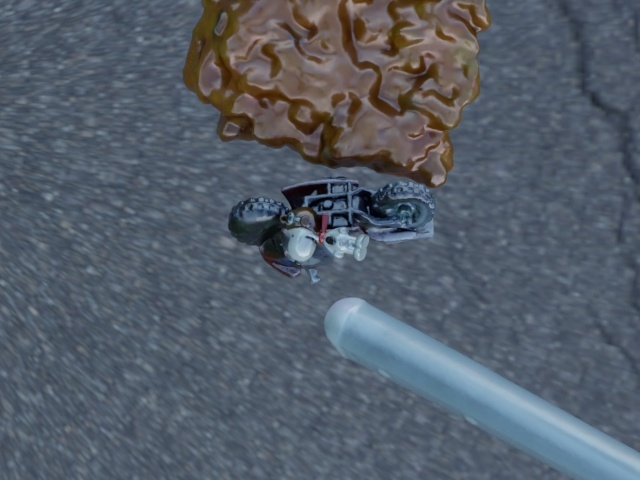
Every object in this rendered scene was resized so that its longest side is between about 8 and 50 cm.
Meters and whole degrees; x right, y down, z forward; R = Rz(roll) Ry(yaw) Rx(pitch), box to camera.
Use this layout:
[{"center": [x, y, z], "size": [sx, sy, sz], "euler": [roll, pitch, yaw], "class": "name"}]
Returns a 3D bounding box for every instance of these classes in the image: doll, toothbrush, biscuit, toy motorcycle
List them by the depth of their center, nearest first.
[{"center": [0.137, 0.097, 0.593], "size": [0.030, 0.342, 0.025], "euler": [-56, 148, -17], "class": "toothbrush"}, {"center": [0.003, -0.006, 1.514], "size": [0.085, 0.040, 0.058], "euler": [-5, 93, 17], "class": "doll"}, {"center": [0.016, -0.010, 1.597], "size": [0.213, 0.122, 0.082], "euler": [-6, 62, 9], "class": "toy motorcycle"}, {"center": [0.022, -0.233, 1.620], "size": [0.318, 0.110, 0.312], "euler": [13, 93, 2], "class": "biscuit"}]
